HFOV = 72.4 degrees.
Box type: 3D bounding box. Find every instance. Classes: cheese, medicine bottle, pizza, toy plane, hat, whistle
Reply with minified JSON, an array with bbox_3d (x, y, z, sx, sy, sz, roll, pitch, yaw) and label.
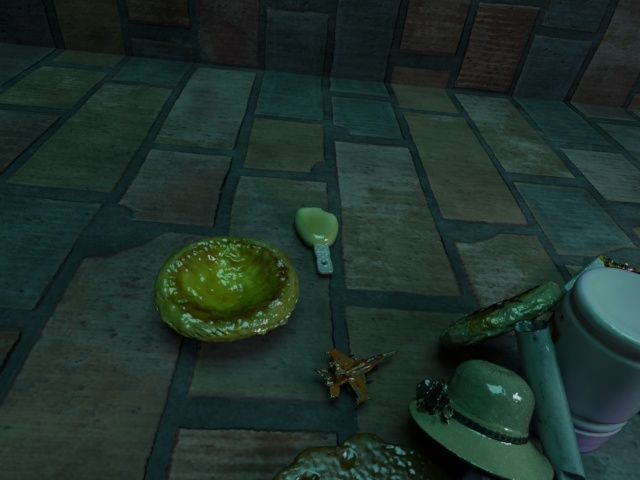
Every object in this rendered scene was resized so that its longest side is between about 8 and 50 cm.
[{"bbox_3d":[0.000,0.000,1.214,0.127,0.050,0.256,0,42,-12],"label":"cheese"},{"bbox_3d":[0.510,0.227,0.818,0.202,0.316,0.202,6,39,-5],"label":"medicine bottle"},{"bbox_3d":[0.868,0.110,1.224,0.193,0.053,0.201,6,39,-2],"label":"pizza"},{"bbox_3d":[0.082,0.267,0.907,0.188,0.062,0.135,-5,39,-36],"label":"toy plane"},{"bbox_3d":[0.292,0.283,0.762,0.257,0.130,0.257,18,3,-1],"label":"hat"},{"bbox_3d":[0.404,0.295,0.767,0.062,0.313,0.062,-15,2,1],"label":"whistle"}]

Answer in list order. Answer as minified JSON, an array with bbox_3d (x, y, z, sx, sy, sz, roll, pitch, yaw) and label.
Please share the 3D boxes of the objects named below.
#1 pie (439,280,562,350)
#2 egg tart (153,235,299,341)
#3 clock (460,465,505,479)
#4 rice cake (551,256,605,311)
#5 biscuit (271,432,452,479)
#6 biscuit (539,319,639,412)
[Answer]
[{"bbox_3d":[0.381,0.162,0.933,0.274,0.274,0.055,-18,75,-28],"label":"pie"},{"bbox_3d":[-0.203,0.119,0.977,0.318,0.128,0.319,5,42,-5],"label":"egg tart"},{"bbox_3d":[0.325,0.425,0.689,0.193,0.073,0.144,36,13,31],"label":"clock"},{"bbox_3d":[0.684,0.114,1.165,0.226,0.085,0.040,-24,56,-33],"label":"rice cake"},{"bbox_3d":[0.070,0.469,0.641,0.380,0.074,0.359,-20,47,-29],"label":"biscuit"},{"bbox_3d":[0.662,0.276,0.998,0.205,0.049,0.324,-18,48,-29],"label":"biscuit"}]
